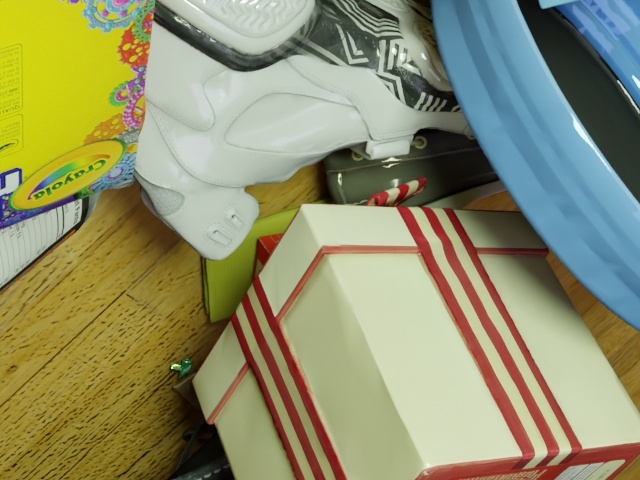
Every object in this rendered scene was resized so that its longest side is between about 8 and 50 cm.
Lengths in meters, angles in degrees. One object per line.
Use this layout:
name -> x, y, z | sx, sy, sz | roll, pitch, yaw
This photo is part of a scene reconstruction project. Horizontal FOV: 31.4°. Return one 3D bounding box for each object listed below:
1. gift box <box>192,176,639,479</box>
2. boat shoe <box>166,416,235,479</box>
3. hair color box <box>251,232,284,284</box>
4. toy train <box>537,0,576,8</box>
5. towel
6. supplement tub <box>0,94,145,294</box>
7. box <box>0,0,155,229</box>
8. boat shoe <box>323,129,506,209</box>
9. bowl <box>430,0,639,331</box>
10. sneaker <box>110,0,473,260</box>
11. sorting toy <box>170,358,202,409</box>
gift box -> 0.074, 0.122, 0.908 | 0.276, 0.258, 0.255 | 4, 137, -38
boat shoe -> -0.055, 0.211, 1.095 | 0.500, 0.156, 0.187 | -14, 165, -31
hair color box -> 0.021, 0.034, 1.047 | 0.167, 0.053, 0.093 | -9, 129, -27
toy train -> 0.206, -0.204, 0.776 | 0.184, 0.105, 0.080 | -33, 113, -60
towel -> 0.000, 0.000, 1.060 | 0.237, 0.021, 0.102 | -18, 131, -22
supplement tub -> -0.259, -0.030, 0.650 | 0.316, 0.194, 0.193 | -46, 147, -35
box -> -0.265, -0.126, 0.479 | 0.290, 0.279, 0.177 | -24, 155, -27
boat shoe -> 0.145, -0.088, 1.018 | 0.305, 0.109, 0.091 | -22, 101, -18
bowl -> 0.231, -0.094, 0.883 | 0.077, 0.391, 0.391 | -34, 145, 33
sneaker -> -0.018, -0.097, 0.877 | 0.366, 0.137, 0.210 | 12, 120, -37
sorting toy -> -0.112, 0.129, 1.096 | 0.062, 0.012, 0.083 | -33, 142, 0
